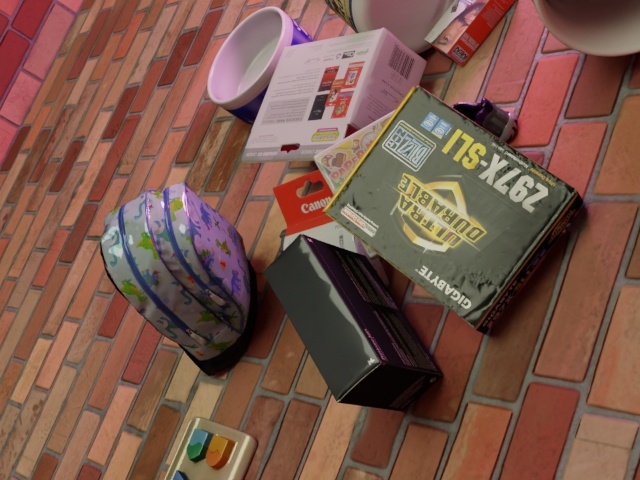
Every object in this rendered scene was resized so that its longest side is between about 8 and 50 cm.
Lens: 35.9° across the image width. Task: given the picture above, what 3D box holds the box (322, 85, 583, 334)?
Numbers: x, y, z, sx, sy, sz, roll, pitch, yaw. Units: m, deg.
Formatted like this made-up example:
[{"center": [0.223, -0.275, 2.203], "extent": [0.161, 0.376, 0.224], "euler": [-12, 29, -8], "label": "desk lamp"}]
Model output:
[{"center": [0.202, -0.052, 1.539], "extent": [0.322, 0.079, 0.257], "euler": [39, 94, 26], "label": "box"}]

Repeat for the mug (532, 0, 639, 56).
[{"center": [0.483, -0.499, 1.538], "extent": [0.374, 0.276, 0.328], "euler": [-12, 40, 7], "label": "mug"}]

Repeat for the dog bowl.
[{"center": [-0.142, -0.410, 2.320], "extent": [0.265, 0.104, 0.265], "euler": [-30, 44, 33], "label": "dog bowl"}]

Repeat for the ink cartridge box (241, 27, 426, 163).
[{"center": [0.018, -0.247, 1.918], "extent": [0.309, 0.130, 0.272], "euler": [4, 69, 51], "label": "ink cartridge box"}]

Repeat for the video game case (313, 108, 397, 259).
[{"center": [0.133, -0.110, 1.661], "extent": [0.227, 0.026, 0.206], "euler": [-30, 74, 1], "label": "video game case"}]

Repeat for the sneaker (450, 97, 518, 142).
[{"center": [0.231, -0.207, 1.722], "extent": [0.223, 0.098, 0.083], "euler": [-9, 57, 46], "label": "sneaker"}]

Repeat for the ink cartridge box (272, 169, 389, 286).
[{"center": [0.000, 0.000, 1.754], "extent": [0.189, 0.232, 0.066], "euler": [-18, 11, 45], "label": "ink cartridge box"}]

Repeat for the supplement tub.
[{"center": [0.122, -0.527, 1.985], "extent": [0.228, 0.228, 0.316], "euler": [-49, 36, 12], "label": "supplement tub"}]

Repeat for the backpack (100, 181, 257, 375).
[{"center": [-0.266, 0.050, 1.901], "extent": [0.273, 0.355, 0.290], "euler": [-33, 41, 29], "label": "backpack"}]

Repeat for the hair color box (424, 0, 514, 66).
[{"center": [0.283, -0.420, 1.863], "extent": [0.167, 0.053, 0.093], "euler": [-53, 36, 9], "label": "hair color box"}]

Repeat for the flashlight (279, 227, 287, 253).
[{"center": [0.049, -0.024, 1.800], "extent": [0.304, 0.103, 0.103], "euler": [-18, 54, 40], "label": "flashlight"}]

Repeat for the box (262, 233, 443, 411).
[{"center": [0.049, 0.130, 1.547], "extent": [0.103, 0.184, 0.261], "euler": [-44, 56, 17], "label": "box"}]

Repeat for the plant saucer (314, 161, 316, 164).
[{"center": [0.056, -0.254, 2.023], "extent": [0.241, 0.037, 0.241], "euler": [-31, 43, 33], "label": "plant saucer"}]

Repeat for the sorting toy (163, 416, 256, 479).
[{"center": [-0.220, 0.430, 1.827], "extent": [0.208, 0.038, 0.193], "euler": [5, 68, 51], "label": "sorting toy"}]
